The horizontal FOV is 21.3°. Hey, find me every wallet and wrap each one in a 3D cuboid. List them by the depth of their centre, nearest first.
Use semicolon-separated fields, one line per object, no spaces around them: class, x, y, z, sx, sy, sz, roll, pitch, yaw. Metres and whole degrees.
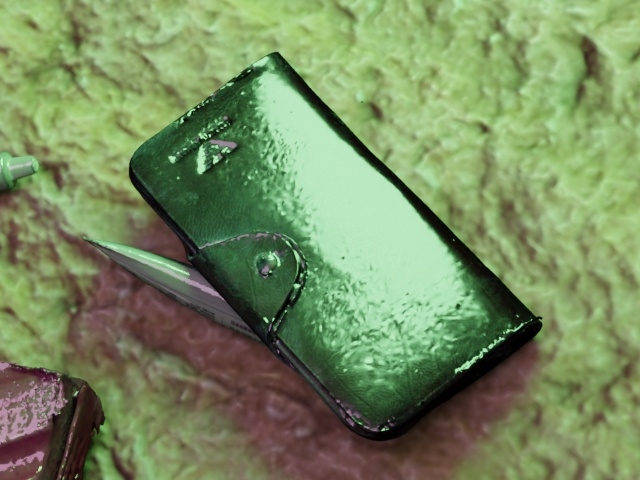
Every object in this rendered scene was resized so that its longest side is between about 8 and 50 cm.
wallet;0.000;0.000;1.280;0.172;0.045;0.318;-35;66;-18

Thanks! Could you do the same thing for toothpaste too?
toothpaste;-0.082;0.042;1.307;0.218;0.064;0.041;23;86;16
toothpaste;-0.324;-0.044;1.409;0.197;0.029;0.048;-10;72;15

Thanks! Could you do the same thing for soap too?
soap;-0.304;0.164;1.282;0.289;0.112;0.182;-21;75;1
